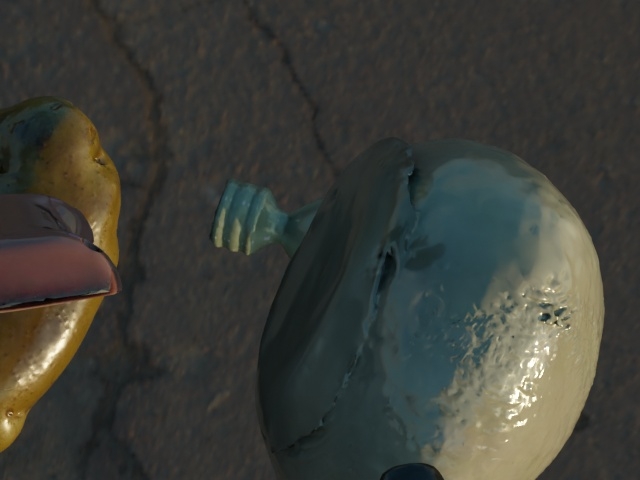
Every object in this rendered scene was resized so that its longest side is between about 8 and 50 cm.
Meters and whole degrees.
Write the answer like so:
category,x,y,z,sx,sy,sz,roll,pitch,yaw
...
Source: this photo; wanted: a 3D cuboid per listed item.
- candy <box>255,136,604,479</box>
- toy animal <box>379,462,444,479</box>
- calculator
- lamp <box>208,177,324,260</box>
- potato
category,x,y,z,sx,sy,sz,roll,pitch,yaw
candy,0.072,0.073,1.008,0.185,0.295,0.295,16,53,-17
toy animal,-0.014,0.177,0.524,0.245,0.146,0.114,-17,43,3
calculator,-0.295,0.017,0.960,0.330,0.220,0.048,-8,104,-14
lamp,0.000,0.000,1.385,0.193,0.106,0.106,14,53,5
potato,-0.318,0.034,1.610,0.195,0.176,0.369,21,78,-20
